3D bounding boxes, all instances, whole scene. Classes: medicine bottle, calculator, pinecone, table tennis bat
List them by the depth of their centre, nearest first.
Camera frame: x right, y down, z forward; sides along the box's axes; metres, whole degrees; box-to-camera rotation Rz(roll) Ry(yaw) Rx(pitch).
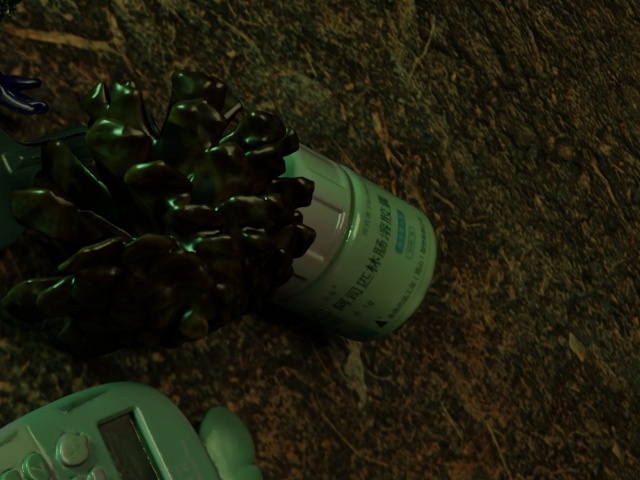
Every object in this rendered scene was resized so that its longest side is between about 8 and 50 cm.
[{"bbox_3d":[-0.147,0.196,0.970,0.299,0.041,0.185,-22,83,-50],"label":"calculator"},{"bbox_3d":[-0.114,-0.019,1.017,0.229,0.202,0.201,9,76,-45],"label":"pinecone"},{"bbox_3d":[-0.241,-0.053,1.038,0.201,0.033,0.124,-24,84,-50],"label":"table tennis bat"},{"bbox_3d":[0.000,0.000,1.191,0.168,0.135,0.135,28,48,-33],"label":"medicine bottle"}]

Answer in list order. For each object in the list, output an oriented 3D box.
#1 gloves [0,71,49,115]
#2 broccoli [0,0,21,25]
[{"bbox_3d":[-0.244,-0.119,1.064,0.086,0.026,0.064,21,20,-20],"label":"gloves"},{"bbox_3d":[-0.277,-0.210,1.054,0.097,0.092,0.095,46,14,35],"label":"broccoli"}]
